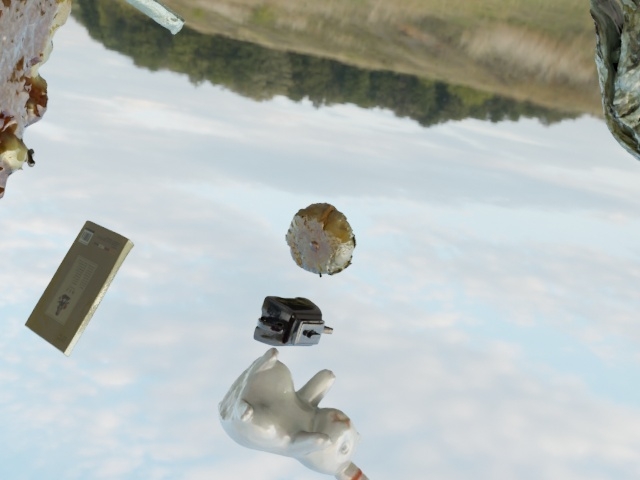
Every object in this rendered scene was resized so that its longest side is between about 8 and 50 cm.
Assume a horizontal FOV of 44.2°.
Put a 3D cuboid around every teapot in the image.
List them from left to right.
[{"bbox_3d":[-0.042,0.159,1.443,0.096,0.087,0.177,24,-171,38],"label":"teapot"}]

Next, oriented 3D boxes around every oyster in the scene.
[{"bbox_3d":[0.472,-0.233,1.130,0.162,0.351,0.158,-1,156,-24],"label":"oyster"}]

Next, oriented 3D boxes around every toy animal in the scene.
[{"bbox_3d":[-0.007,0.275,1.154,0.282,0.138,0.141,26,-141,-10],"label":"toy animal"}]

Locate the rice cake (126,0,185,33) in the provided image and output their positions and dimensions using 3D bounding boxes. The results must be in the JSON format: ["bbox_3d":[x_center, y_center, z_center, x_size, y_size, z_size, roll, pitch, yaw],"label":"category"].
[{"bbox_3d":[-0.209,-0.283,0.931,0.121,0.022,0.022,27,-152,-50],"label":"rice cake"}]

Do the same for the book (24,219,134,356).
[{"bbox_3d":[-0.379,0.069,1.233,0.138,0.199,0.016,20,168,43],"label":"book"}]

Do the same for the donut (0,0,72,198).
[{"bbox_3d":[-0.220,-0.103,0.438,0.126,0.187,0.144,10,-177,5],"label":"donut"}]

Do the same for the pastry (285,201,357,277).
[{"bbox_3d":[0.002,-0.003,1.564,0.153,0.153,0.081,21,-153,38],"label":"pastry"}]
